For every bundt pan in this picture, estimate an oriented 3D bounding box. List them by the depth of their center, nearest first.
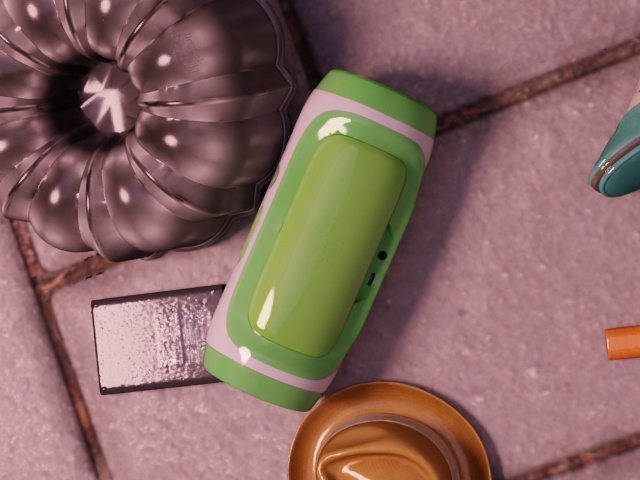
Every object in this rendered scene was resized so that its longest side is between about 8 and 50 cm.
[{"bbox_3d":[-0.197,-0.129,1.170,0.331,0.124,0.330,4,104,16],"label":"bundt pan"}]

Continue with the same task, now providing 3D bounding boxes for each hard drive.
[{"bbox_3d":[-0.154,0.097,1.244,0.135,0.022,0.094,-7,86,10],"label":"hard drive"}]

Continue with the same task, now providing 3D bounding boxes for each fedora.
[{"bbox_3d":[0.058,0.221,1.170,0.194,0.079,0.194,-1,87,11],"label":"fedora"}]

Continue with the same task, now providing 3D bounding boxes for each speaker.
[{"bbox_3d":[0.000,0.000,1.170,0.131,0.131,0.296,24,91,11],"label":"speaker"}]

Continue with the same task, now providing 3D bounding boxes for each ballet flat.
[{"bbox_3d":[0.338,-0.129,1.146,0.247,0.083,0.087,-30,58,8],"label":"ballet flat"}]

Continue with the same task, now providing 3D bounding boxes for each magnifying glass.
[{"bbox_3d":[0.373,0.081,1.147,0.231,0.026,0.092,-7,86,11],"label":"magnifying glass"}]
